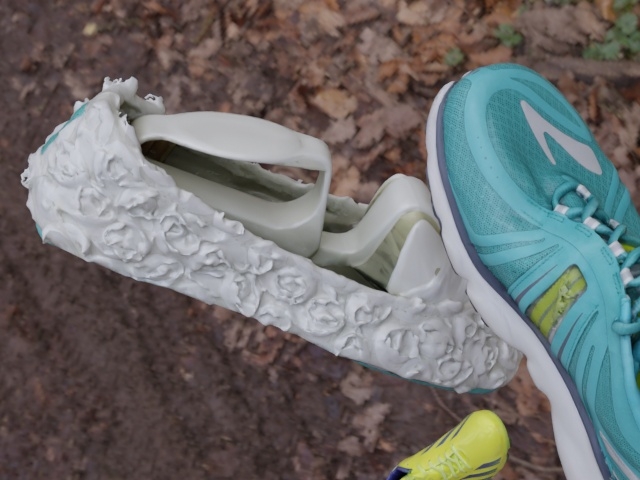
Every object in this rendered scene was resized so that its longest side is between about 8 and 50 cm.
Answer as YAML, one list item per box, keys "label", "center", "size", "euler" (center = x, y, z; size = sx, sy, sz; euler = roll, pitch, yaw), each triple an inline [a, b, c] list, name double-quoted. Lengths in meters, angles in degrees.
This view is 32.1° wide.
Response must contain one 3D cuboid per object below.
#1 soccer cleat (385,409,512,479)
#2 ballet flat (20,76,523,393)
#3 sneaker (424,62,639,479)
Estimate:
- label: "soccer cleat"
  center: [0.185, 0.344, 1.682]
  size: [0.093, 0.121, 0.289]
  euler: [63, 145, 19]
- label: "ballet flat"
  center: [0.000, 0.000, 0.783]
  size: [0.147, 0.409, 0.147]
  euler: [-49, 30, 43]
- label: "sneaker"
  center: [0.146, 0.027, 0.535]
  size: [0.107, 0.110, 0.275]
  euler: [-24, 78, -18]
